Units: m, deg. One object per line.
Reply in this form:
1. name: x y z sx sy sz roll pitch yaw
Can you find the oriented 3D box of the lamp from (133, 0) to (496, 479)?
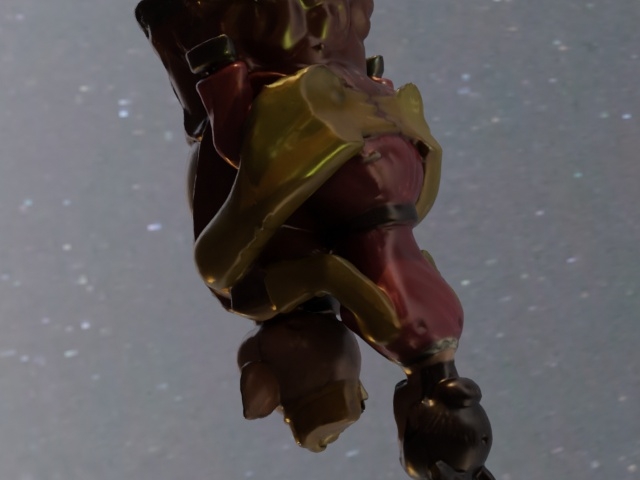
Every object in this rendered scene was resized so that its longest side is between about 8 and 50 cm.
1. lamp: 0.000 0.000 0.715 0.118 0.118 0.253 -22 -100 40
